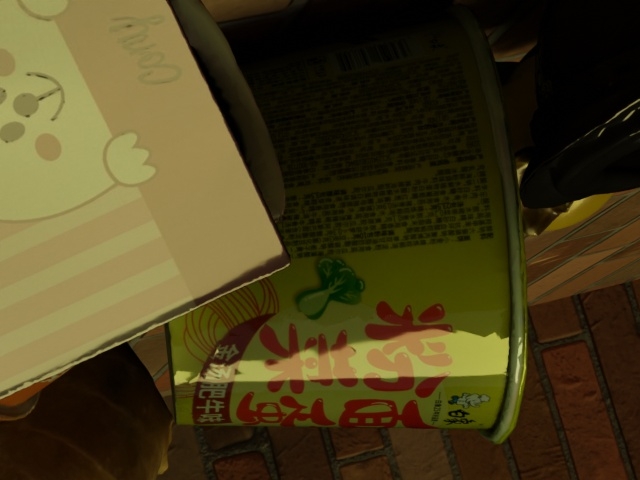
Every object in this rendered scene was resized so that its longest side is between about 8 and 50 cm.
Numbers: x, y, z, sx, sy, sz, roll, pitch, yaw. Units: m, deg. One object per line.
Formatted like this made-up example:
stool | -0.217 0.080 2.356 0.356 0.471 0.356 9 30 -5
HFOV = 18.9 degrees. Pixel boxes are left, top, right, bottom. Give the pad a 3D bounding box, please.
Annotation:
pad | -0.150 -0.052 0.855 0.202 0.005 0.299 -25 129 -2

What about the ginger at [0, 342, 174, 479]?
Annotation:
ginger | -0.201 0.054 1.292 0.348 0.363 0.122 -21 134 -58

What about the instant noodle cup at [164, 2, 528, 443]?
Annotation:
instant noodle cup | 0.000 0.000 1.289 0.222 0.311 0.311 -5 169 -5

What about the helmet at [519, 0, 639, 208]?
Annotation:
helmet | 0.232 -0.136 1.190 0.279 0.160 0.230 -18 170 -1

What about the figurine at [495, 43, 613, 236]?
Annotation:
figurine | 0.193 -0.093 1.354 0.185 0.127 0.234 -25 -176 15

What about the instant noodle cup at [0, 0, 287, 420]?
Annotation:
instant noodle cup | -0.137 -0.044 0.998 0.182 0.230 0.230 -26 168 12
